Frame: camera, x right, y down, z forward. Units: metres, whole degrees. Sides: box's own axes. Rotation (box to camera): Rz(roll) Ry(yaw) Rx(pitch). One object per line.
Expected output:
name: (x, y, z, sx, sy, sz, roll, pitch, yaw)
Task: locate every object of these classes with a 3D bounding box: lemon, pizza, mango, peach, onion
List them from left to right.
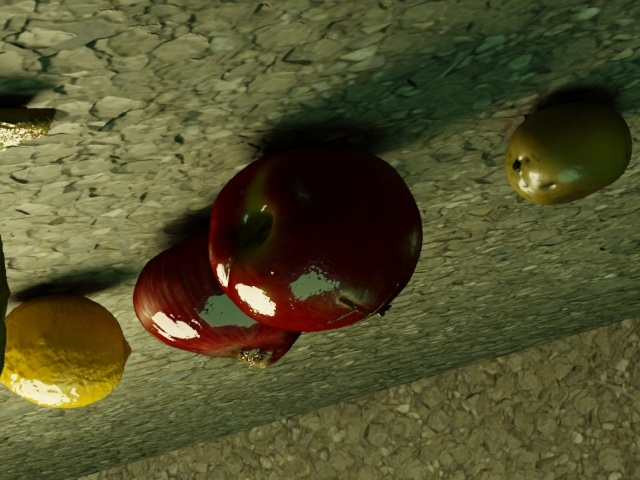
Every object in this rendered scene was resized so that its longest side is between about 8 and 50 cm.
pizza: (-0.287, -0.088, 1.246, 0.123, 0.026, 0.108, -9, 168, -27)
lemon: (-0.322, 0.133, 1.827, 0.187, 0.142, 0.142, 1, 162, -15)
onion: (-0.093, 0.054, 1.732, 0.248, 0.161, 0.248, -26, 154, -14)
peach: (0.000, 0.000, 1.523, 0.190, 0.196, 0.226, 18, -175, 38)
mango: (0.273, -0.091, 1.601, 0.137, 0.098, 0.195, -27, 165, 32)

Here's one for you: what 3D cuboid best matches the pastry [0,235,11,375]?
pastry: (-0.401, 0.046, 0.998, 0.388, 0.389, 0.312, -12, -178, -7)
